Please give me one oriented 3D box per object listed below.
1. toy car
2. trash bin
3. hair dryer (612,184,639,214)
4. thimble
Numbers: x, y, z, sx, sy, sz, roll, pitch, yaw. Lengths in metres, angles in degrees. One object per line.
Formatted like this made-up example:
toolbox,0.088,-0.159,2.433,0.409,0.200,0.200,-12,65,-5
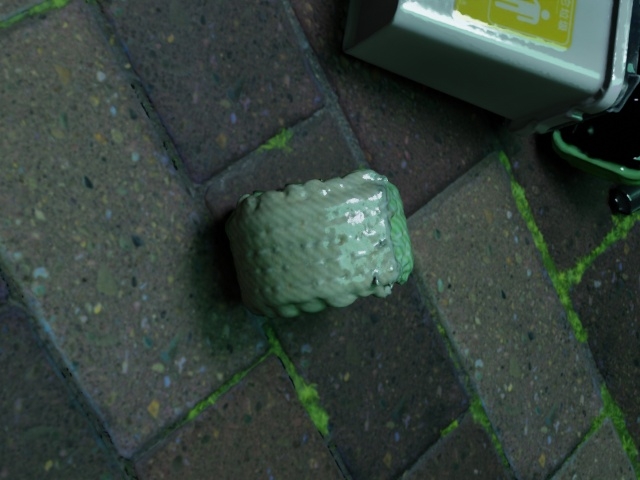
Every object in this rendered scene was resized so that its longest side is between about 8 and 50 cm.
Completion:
toy car,0.513,-0.248,1.564,0.359,0.213,0.176,-62,164,-15
trash bin,0.224,-0.304,1.340,0.367,0.296,0.256,12,82,-21
hair dryer,0.604,-0.167,1.688,0.302,0.116,0.244,-29,102,-26
thimble,0.000,0.000,1.161,0.219,0.219,0.150,-15,96,-35
